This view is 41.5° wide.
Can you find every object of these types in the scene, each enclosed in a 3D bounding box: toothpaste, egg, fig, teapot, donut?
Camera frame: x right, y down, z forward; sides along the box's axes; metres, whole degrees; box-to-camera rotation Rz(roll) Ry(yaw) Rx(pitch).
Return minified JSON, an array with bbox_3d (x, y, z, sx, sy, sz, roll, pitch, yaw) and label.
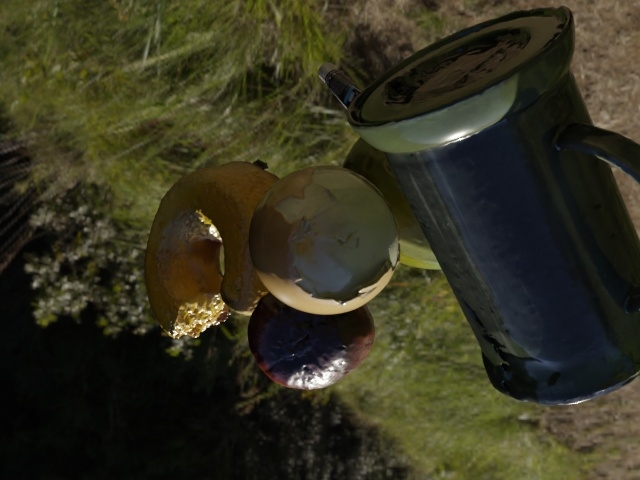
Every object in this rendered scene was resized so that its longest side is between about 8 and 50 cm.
[{"bbox_3d":[0.057,-0.352,1.986,0.045,0.193,0.071,-1,127,-36],"label":"toothpaste"},{"bbox_3d":[0.000,0.000,1.140,0.201,0.200,0.244,13,173,-15],"label":"egg"},{"bbox_3d":[-0.008,0.166,1.584,0.224,0.223,0.263,-22,158,36],"label":"fig"},{"bbox_3d":[0.201,-0.013,0.736,0.271,0.200,0.336,4,129,54],"label":"teapot"},{"bbox_3d":[0.164,-0.067,1.337,0.240,0.271,0.239,-31,153,-18],"label":"fig"},{"bbox_3d":[-0.236,0.019,1.847,0.435,0.377,0.164,-25,166,40],"label":"donut"}]
